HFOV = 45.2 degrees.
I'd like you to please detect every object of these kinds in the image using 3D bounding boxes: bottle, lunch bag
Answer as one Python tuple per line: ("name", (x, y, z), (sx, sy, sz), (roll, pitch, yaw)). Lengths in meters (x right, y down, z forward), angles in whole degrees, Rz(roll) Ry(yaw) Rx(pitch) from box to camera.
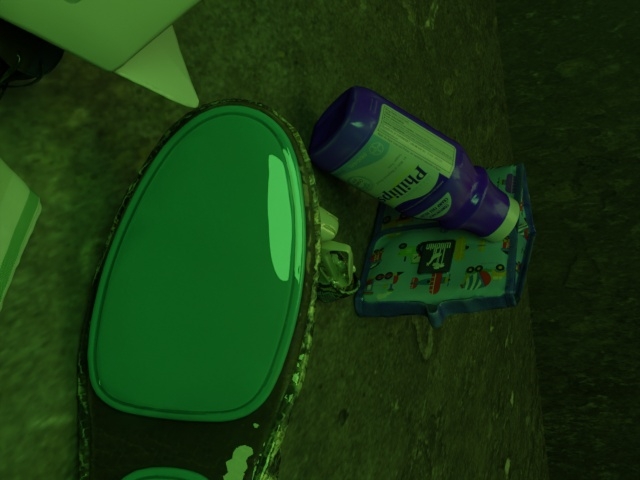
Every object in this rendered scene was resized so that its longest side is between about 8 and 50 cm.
("bottle", (0.127, -0.085, 0.976), (0.283, 0.118, 0.092), (28, 53, -22))
("lunch bag", (0.184, 0.026, 1.119), (0.293, 0.221, 0.138), (-65, 143, -50))

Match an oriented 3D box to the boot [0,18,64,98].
("boot", (-0.182, -0.101, 0.415), (0.106, 0.082, 0.219), (45, 34, -52))

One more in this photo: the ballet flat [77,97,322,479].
("ballet flat", (-0.094, 0.146, 0.566), (0.182, 0.164, 0.482), (82, 15, -79))

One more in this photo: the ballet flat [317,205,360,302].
("ballet flat", (0.000, 0.000, 0.889), (0.188, 0.070, 0.070), (62, 33, -44))

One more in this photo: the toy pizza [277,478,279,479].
("toy pizza", (-0.047, 0.289, 0.622), (0.201, 0.032, 0.201), (-169, -90, -78))

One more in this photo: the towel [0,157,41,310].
("towel", (-0.224, -0.022, 0.421), (0.152, 0.023, 0.113), (54, 36, -48))

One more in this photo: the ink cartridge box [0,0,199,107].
("ink cartridge box", (-0.154, -0.218, 0.345), (0.353, 0.119, 0.207), (20, 43, -57))
